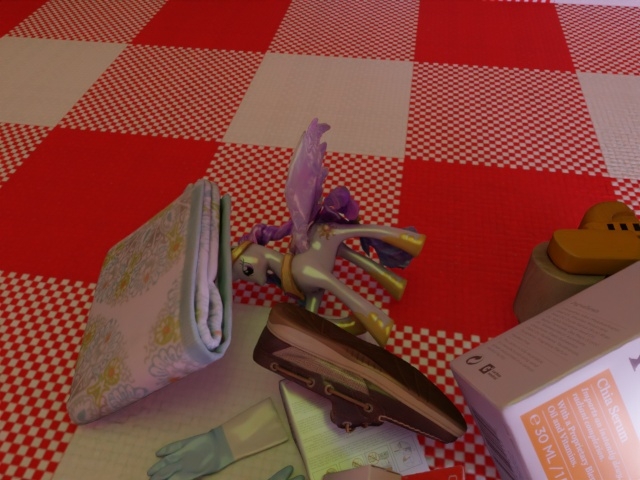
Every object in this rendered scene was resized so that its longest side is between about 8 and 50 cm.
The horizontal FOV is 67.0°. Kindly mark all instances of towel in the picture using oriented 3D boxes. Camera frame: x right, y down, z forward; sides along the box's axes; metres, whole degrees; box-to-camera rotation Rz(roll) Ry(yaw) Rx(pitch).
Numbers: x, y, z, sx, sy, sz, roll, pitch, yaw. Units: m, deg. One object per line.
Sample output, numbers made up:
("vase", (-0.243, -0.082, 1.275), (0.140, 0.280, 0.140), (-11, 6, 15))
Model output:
("towel", (-0.289, 0.095, 0.852), (0.320, 0.090, 0.374), (-32, 42, 25))

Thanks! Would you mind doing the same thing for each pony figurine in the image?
("pony figurine", (0.000, 0.000, 0.920), (0.363, 0.303, 0.351), (21, 66, 10))

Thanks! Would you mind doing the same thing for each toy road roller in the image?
("toy road roller", (0.510, 0.046, 0.895), (0.329, 0.203, 0.241), (0, 36, -5))

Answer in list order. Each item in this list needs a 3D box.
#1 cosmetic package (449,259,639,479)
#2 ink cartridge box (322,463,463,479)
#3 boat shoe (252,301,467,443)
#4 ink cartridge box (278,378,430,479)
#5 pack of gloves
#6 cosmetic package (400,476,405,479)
("cosmetic package", (0.442, 0.185, 0.663), (0.453, 0.230, 0.161), (-27, 9, -4))
("ink cartridge box", (0.064, 0.408, 0.554), (0.060, 0.239, 0.275), (24, 52, -17))
("boat shoe", (0.053, 0.227, 0.745), (0.342, 0.123, 0.123), (28, 9, 1))
("ink cartridge box", (0.053, 0.312, 0.783), (0.189, 0.066, 0.232), (-16, 71, -12))
("pack of gloves", (-0.147, 0.364, 0.734), (0.232, 0.046, 0.195), (-21, 52, -16))
("cosmetic package", (0.100, 0.439, 0.609), (0.060, 0.099, 0.239), (24, 48, -17))
